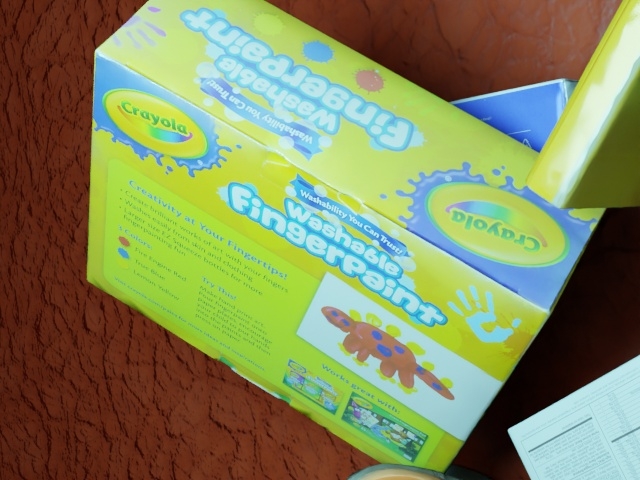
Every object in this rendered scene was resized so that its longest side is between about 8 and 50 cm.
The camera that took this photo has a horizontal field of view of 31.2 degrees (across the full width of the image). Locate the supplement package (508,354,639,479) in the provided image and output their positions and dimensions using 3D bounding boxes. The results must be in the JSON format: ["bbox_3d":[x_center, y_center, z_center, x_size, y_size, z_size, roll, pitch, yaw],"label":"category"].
[{"bbox_3d":[0.340,0.229,0.990,0.198,0.199,0.262,-40,66,38],"label":"supplement package"}]

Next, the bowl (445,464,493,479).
[{"bbox_3d":[0.103,0.414,1.259,0.311,0.163,0.311,4,96,45],"label":"bowl"}]

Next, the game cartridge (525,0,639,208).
[{"bbox_3d":[0.325,-0.173,0.923,0.053,0.285,0.323,40,118,35],"label":"game cartridge"}]

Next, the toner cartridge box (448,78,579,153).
[{"bbox_3d":[0.149,-0.093,1.181,0.348,0.165,0.075,-6,86,44],"label":"toner cartridge box"}]

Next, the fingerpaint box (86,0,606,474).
[{"bbox_3d":[0.000,0.000,1.125,0.445,0.163,0.371,30,144,10],"label":"fingerpaint box"}]

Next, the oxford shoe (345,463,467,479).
[{"bbox_3d":[0.192,0.298,1.122,0.364,0.133,0.130,24,92,-4],"label":"oxford shoe"}]
